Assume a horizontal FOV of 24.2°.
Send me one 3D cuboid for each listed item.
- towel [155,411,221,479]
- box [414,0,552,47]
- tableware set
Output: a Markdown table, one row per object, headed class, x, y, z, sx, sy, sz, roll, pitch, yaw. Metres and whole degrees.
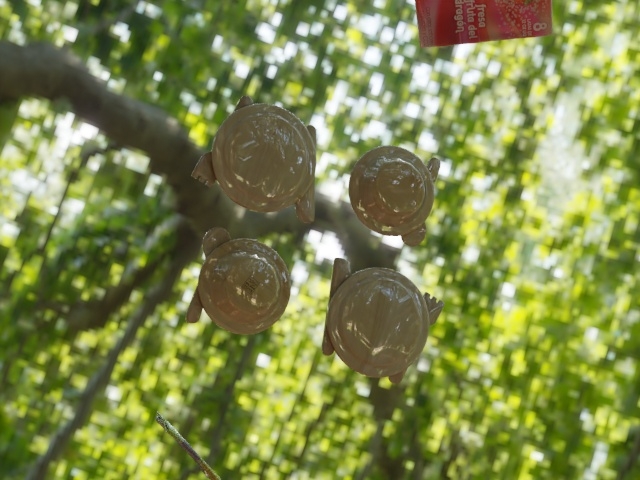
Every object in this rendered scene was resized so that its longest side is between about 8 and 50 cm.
| class | x | y | z | sx | sy | sz | roll | pitch | yaw |
| --- | --- | --- | --- | --- | --- | --- | --- | --- | --- |
| towel | -0.131 | 0.207 | 1.476 | 0.083 | 0.009 | 0.060 | 51 | -9 | -21 |
| box | 0.154 | -0.363 | 1.507 | 0.142 | 0.154 | 0.300 | -5 | -52 | 6 |
| tableware set | 0.000 | 0.000 | 0.871 | 0.168 | 0.141 | 0.020 | 16 | -10 | -17 |
